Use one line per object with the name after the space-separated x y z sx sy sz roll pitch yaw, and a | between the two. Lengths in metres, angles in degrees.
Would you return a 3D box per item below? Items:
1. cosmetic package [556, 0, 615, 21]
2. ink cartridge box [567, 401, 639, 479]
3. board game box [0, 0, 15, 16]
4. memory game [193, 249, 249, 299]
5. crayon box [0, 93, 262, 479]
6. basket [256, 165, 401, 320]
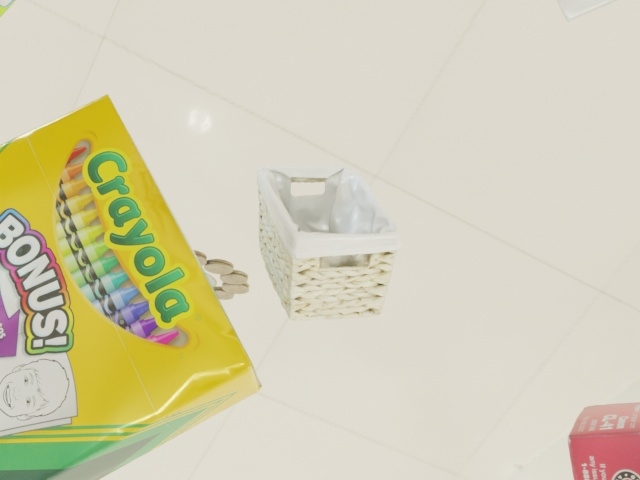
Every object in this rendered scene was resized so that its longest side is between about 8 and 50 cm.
0.379 -0.393 0.910 0.225 0.224 0.138 -17 116 37 | cosmetic package
0.398 0.257 0.694 0.306 0.131 0.226 -11 86 28 | ink cartridge box
-0.340 -0.371 0.747 0.347 0.078 0.233 -48 128 1 | board game box
-0.183 0.045 1.014 0.186 0.012 0.186 4 158 2 | memory game
-0.282 0.066 0.823 0.313 0.362 0.106 -29 158 -7 | crayon box
0.000 0.000 0.817 0.113 0.167 0.103 -2 119 -17 | basket
